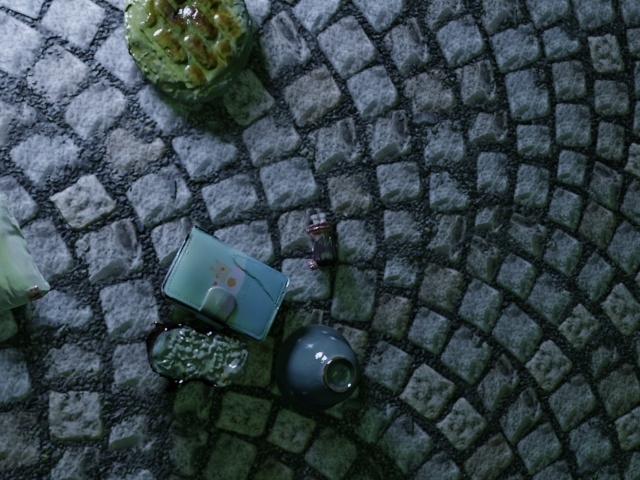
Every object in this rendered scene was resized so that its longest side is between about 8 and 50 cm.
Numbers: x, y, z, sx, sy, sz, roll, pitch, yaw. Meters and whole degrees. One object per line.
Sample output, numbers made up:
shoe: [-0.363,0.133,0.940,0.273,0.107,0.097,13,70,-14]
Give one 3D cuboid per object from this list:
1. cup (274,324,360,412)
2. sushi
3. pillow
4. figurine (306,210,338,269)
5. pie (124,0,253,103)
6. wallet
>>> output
cup: [0.014,0.288,1.901,0.199,0.150,0.199,1,87,-22]
sushi: [-0.260,0.250,1.810,0.212,0.115,0.147,9,81,-20]
pillow: [-0.636,0.026,1.699,0.128,0.051,0.229,-25,96,-13]
figurine: [0.000,0.000,1.957,0.072,0.054,0.129,-9,90,-18]
pie: [-0.280,-0.451,1.852,0.306,0.071,0.307,1,86,-22]
wallet: [-0.204,0.099,1.859,0.250,0.075,0.176,29,74,-18]
